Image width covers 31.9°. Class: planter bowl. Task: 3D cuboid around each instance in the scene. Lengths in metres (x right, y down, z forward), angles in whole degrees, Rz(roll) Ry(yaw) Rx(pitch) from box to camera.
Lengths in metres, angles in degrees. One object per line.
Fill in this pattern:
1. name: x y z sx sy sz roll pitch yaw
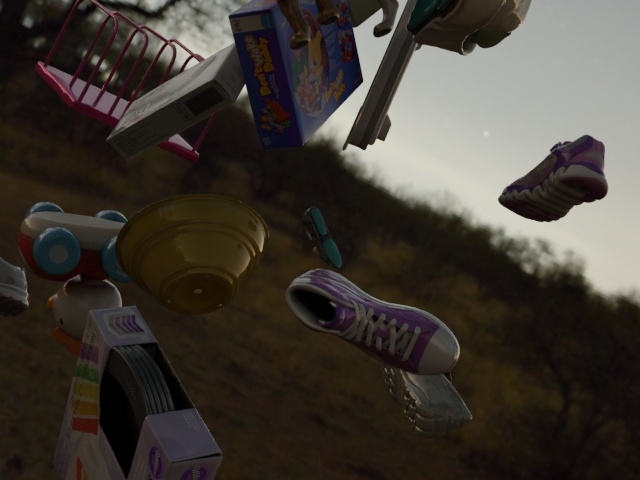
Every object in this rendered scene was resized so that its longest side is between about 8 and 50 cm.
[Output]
1. planter bowl: -0.173 0.040 1.549 0.217 0.217 0.090 25 38 -37

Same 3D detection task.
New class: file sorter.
1. file sorter: -0.347 -0.312 2.127 0.290 0.182 0.202 22 13 -42

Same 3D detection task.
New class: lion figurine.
1. lion figurine: 0.022 -0.437 1.729 0.392 0.240 0.142 -12 -14 -39

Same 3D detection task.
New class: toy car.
1. toy car: -0.403 0.080 1.848 0.210 0.238 0.219 7 12 -21

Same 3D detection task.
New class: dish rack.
1. dish rack: 0.140 -0.322 2.216 0.072 0.333 0.285 23 7 0

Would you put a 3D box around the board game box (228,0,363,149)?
1. board game box: -0.032 -0.330 1.953 0.078 0.233 0.347 -3 24 23

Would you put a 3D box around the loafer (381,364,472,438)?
1. loafer: 0.197 0.277 2.171 0.111 0.112 0.319 -4 27 -14

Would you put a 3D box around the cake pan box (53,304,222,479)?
1. cake pan box: -0.214 0.242 1.261 0.070 0.267 0.246 -5 41 -35

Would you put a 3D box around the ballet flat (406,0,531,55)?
1. ballet flat: 0.221 -0.332 1.542 0.139 0.139 0.400 26 -3 -6

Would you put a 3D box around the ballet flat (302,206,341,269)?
1. ballet flat: 0.000 0.000 1.905 0.041 0.041 0.114 5 61 -85

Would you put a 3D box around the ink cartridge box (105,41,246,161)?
1. ink cartridge box: -0.222 -0.271 1.945 0.275 0.239 0.060 -23 -60 35

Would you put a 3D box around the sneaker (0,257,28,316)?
1. sneaker: -0.703 0.053 2.204 0.281 0.105 0.115 34 37 -38

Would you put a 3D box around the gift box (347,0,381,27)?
1. gift box: 0.042 -0.593 2.212 0.276 0.255 0.258 8 -47 41

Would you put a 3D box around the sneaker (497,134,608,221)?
1. sneaker: 0.374 -0.102 1.774 0.095 0.104 0.236 22 -21 -20

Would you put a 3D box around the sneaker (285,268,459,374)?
1. sneaker: 0.073 0.137 1.711 0.282 0.102 0.161 23 8 11
